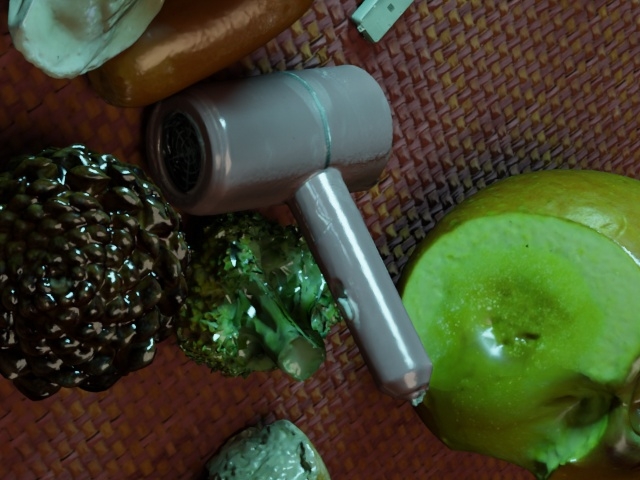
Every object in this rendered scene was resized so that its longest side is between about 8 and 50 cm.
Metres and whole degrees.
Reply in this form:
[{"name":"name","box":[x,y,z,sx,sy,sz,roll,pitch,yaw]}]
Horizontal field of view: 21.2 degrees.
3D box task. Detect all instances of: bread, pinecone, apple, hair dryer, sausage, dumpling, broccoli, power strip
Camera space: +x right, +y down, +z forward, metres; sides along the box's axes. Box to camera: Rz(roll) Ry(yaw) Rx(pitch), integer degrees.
[{"name":"bread","box":[-0.100,0.360,1.803,0.314,0.171,0.192,-36,129,-17]},{"name":"pinecone","box":[-0.213,0.019,1.492,0.221,0.221,0.221,-20,126,-30]},{"name":"apple","box":[0.277,0.108,1.852,0.384,0.374,0.374,-26,129,-27]},{"name":"hair dryer","box":[0.000,0.000,1.571,0.210,0.352,0.125,-11,154,-37]},{"name":"sausage","box":[-0.102,-0.198,1.535,0.238,0.098,0.098,-32,131,-19]},{"name":"dumpling","box":[-0.179,-0.238,1.407,0.179,0.131,0.252,53,43,-56]},{"name":"broccoli","box":[-0.048,0.068,1.662,0.194,0.194,0.219,-40,123,-15]},{"name":"power strip","box":[0.068,-0.238,1.704,0.090,0.016,0.040,-50,135,-7]}]
